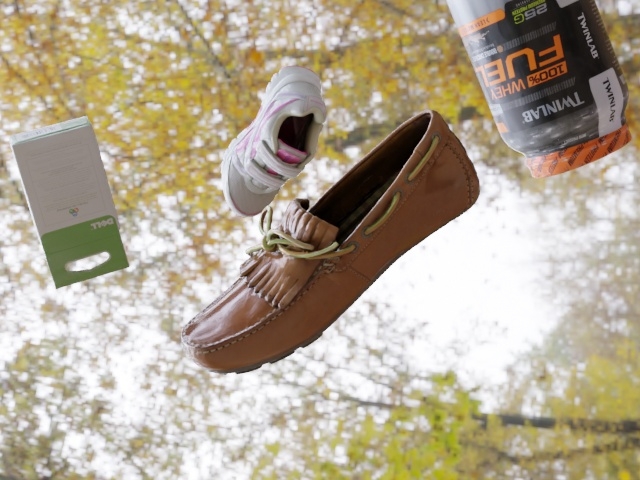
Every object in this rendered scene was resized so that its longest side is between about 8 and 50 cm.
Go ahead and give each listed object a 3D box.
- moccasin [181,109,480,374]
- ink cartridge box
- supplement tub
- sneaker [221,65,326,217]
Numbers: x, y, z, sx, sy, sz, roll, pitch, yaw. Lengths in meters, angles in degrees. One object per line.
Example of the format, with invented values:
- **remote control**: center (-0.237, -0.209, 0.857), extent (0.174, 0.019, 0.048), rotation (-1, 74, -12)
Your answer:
- **moccasin**: center (0.001, 0.001, 1.156), extent (0.380, 0.139, 0.147), rotation (-36, -57, 1)
- **ink cartridge box**: center (-0.339, -0.052, 1.432), extent (0.109, 0.062, 0.209), rotation (-17, -68, -15)
- **supplement tub**: center (0.340, -0.281, 1.621), extent (0.207, 0.207, 0.338), rotation (-32, -79, -49)
- **sneaker**: center (-0.071, -0.134, 1.591), extent (0.103, 0.111, 0.252), rotation (16, -63, -25)
